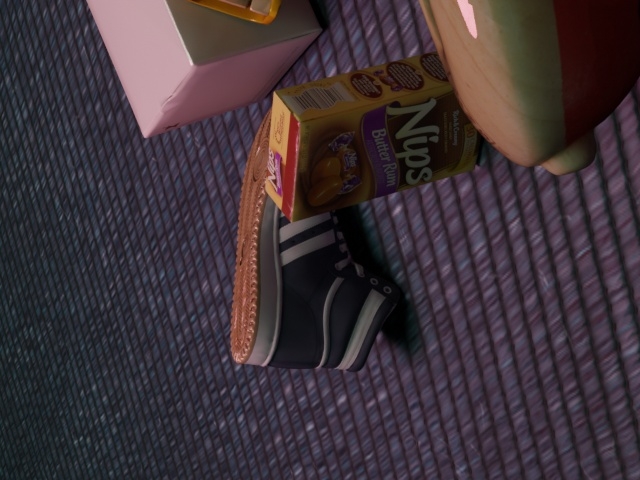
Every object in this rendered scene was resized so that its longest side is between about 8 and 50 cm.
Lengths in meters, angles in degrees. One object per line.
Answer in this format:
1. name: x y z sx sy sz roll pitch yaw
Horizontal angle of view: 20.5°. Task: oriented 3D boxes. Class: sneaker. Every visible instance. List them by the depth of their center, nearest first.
1. sneaker: 0.000 0.000 1.773 0.099 0.153 0.282 135 143 -63

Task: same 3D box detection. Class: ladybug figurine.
1. ladybug figurine: 0.121 -0.266 1.223 0.305 0.162 0.449 -64 -46 -86

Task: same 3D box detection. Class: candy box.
1. candy box: 0.049 -0.092 1.497 0.053 0.187 0.109 51 148 39

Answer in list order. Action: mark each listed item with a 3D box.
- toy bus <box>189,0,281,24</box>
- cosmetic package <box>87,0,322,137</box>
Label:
1. toy bus: -0.061 -0.299 1.624 0.191 0.202 0.104 63 174 -4
2. cosmetic package: -0.161 -0.315 1.780 0.365 0.155 0.197 66 154 7
